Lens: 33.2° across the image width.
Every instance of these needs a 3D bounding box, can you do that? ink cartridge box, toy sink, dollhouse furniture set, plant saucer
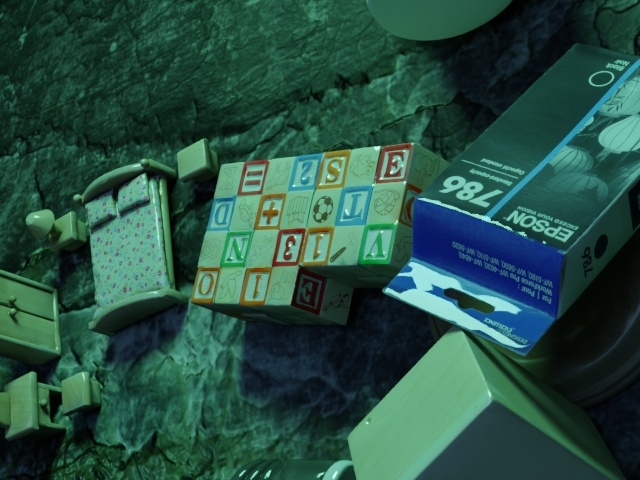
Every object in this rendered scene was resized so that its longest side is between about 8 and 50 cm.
[{"bbox_3d":[0.210,-0.052,0.961,0.165,0.065,0.332,23,57,39],"label":"ink cartridge box"},{"bbox_3d":[0.165,0.207,0.933,0.152,0.234,0.131,-50,21,16],"label":"toy sink"},{"bbox_3d":[-0.299,0.051,1.337,0.356,0.174,0.303,-25,59,28],"label":"dollhouse furniture set"},{"bbox_3d":[0.216,0.031,1.042,0.278,0.041,0.277,-14,65,33],"label":"plant saucer"}]

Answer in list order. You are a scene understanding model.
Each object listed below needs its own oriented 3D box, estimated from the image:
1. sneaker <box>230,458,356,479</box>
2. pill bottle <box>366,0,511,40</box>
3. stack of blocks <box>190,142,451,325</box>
[{"bbox_3d":[-0.055,0.356,1.086,0.147,0.105,0.295,4,70,40],"label":"sneaker"},{"bbox_3d":[0.101,-0.418,1.191,0.210,0.210,0.362,-27,58,27],"label":"pill bottle"},{"bbox_3d":[0.000,0.000,1.160,0.297,0.087,0.171,-3,70,45],"label":"stack of blocks"}]
